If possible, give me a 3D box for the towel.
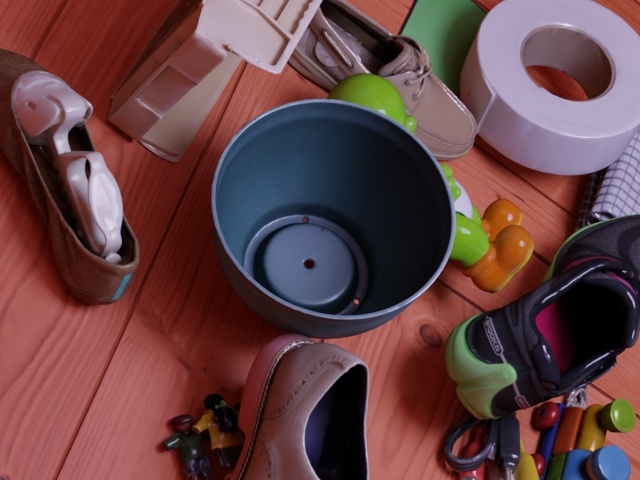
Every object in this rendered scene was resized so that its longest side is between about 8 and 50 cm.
[{"bbox_3d":[0.525,-0.028,2.178,0.283,0.121,0.235,36,56,-19],"label":"towel"}]

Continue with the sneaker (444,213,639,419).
[{"bbox_3d":[0.373,0.102,1.882,0.483,0.202,0.185,-34,103,-42],"label":"sneaker"}]

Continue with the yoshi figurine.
[{"bbox_3d":[0.125,-0.096,1.869,0.362,0.203,0.203,30,59,-13],"label":"yoshi figurine"}]

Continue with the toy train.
[{"bbox_3d":[0.380,0.250,1.935,0.105,0.143,0.248,36,54,-18],"label":"toy train"}]

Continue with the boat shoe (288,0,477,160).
[{"bbox_3d":[0.099,-0.228,1.965,0.341,0.110,0.122,30,56,-21],"label":"boat shoe"}]

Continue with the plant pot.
[{"bbox_3d":[0.000,0.000,1.714,0.293,0.196,0.293,5,63,-9],"label":"plant pot"}]

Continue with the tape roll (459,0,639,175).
[{"bbox_3d":[0.354,-0.238,2.085,0.286,0.100,0.286,6,57,-10],"label":"tape roll"}]

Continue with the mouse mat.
[{"bbox_3d":[0.199,-0.315,2.141,0.152,0.007,0.190,37,55,-16],"label":"mouse mat"}]

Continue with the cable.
[{"bbox_3d":[0.239,0.243,1.914,0.139,0.072,0.287,11,47,-1],"label":"cable"}]

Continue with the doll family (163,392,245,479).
[{"bbox_3d":[-0.093,0.225,1.664,0.193,0.076,0.111,-5,69,-42],"label":"doll family"}]

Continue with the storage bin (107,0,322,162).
[{"bbox_3d":[-0.119,-0.258,1.727,0.123,0.262,0.260,37,54,-15],"label":"storage bin"}]

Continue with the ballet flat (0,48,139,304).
[{"bbox_3d":[-0.296,-0.092,1.620,0.116,0.124,0.342,-17,80,-39],"label":"ballet flat"}]

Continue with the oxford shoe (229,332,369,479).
[{"bbox_3d":[-0.028,0.308,1.569,0.140,0.146,0.397,5,90,-37],"label":"oxford shoe"}]
